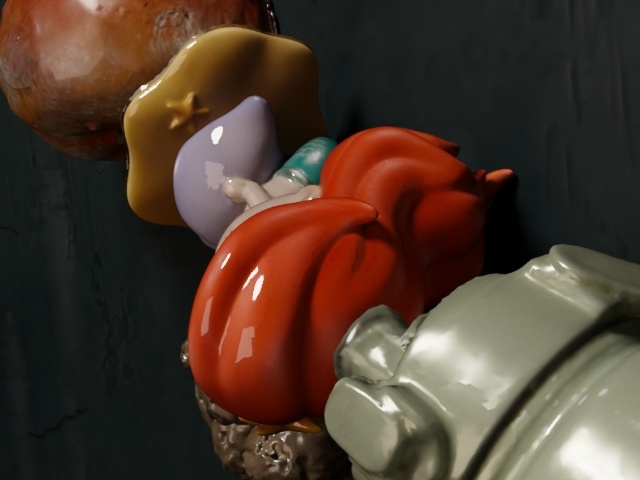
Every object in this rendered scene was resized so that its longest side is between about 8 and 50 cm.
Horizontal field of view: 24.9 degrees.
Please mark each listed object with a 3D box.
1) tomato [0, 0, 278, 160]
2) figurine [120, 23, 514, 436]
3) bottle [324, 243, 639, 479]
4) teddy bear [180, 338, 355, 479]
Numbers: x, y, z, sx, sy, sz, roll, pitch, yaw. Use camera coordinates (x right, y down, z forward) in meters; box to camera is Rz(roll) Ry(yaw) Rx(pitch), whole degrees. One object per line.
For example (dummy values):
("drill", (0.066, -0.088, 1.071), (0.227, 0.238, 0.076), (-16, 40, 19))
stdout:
("tomato", (-0.154, -0.137, 1.057), (0.214, 0.155, 0.180), (-19, 80, 50))
("figurine", (-0.003, -0.006, 0.873), (0.181, 0.208, 0.257), (-55, 39, 20))
("bottle", (0.166, 0.142, 0.698), (0.352, 0.229, 0.229), (36, 124, 30))
("teddy bear", (-0.010, 0.119, 0.972), (0.190, 0.177, 0.140), (17, 66, 45))
